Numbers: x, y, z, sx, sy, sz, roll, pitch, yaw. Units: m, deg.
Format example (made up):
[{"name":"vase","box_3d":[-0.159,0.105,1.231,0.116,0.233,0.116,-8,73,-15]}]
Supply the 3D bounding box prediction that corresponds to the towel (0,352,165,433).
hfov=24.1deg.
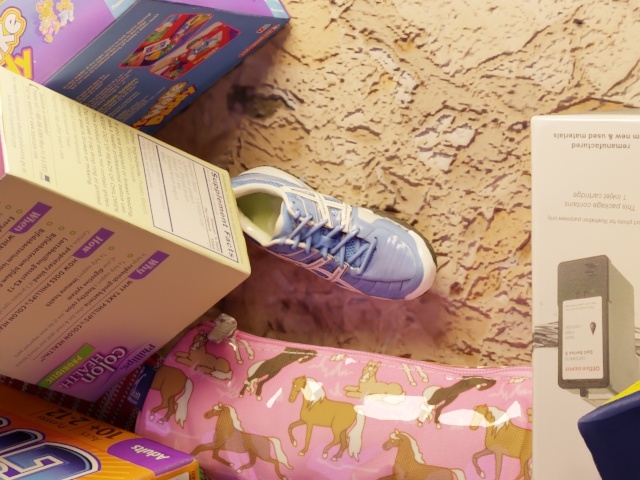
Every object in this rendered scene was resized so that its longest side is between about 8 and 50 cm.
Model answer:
[{"name":"towel","box_3d":[-0.261,0.140,1.462,0.275,0.031,0.198,34,112,20]}]

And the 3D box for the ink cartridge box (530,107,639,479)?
[{"name":"ink cartridge box","box_3d":[0.248,0.041,1.103,0.115,0.198,0.272,4,99,37]}]

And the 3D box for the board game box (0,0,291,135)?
[{"name":"board game box","box_3d":[-0.223,-0.127,1.294,0.347,0.233,0.078,-36,76,24]}]

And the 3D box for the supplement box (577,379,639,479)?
[{"name":"supplement box","box_3d":[0.364,0.118,0.956,0.194,0.357,0.195,-29,85,43]}]

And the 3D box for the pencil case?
[{"name":"pencil case","box_3d":[0.035,0.169,1.256,0.386,0.160,0.167,7,134,25]}]

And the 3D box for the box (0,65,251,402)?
[{"name":"box","box_3d":[-0.222,0.004,1.220,0.213,0.243,0.117,-40,46,29]}]

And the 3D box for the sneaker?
[{"name":"sneaker","box_3d":[0.000,0.000,1.290,0.211,0.081,0.080,22,105,22]}]

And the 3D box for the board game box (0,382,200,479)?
[{"name":"board game box","box_3d":[-0.336,0.351,1.242,0.356,0.356,0.356,11,110,45]}]
